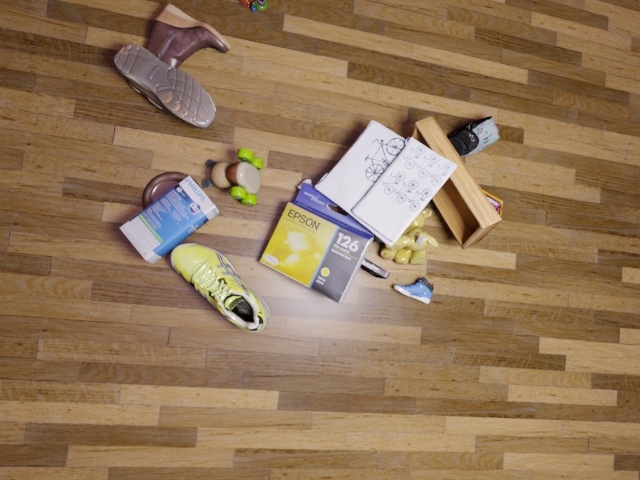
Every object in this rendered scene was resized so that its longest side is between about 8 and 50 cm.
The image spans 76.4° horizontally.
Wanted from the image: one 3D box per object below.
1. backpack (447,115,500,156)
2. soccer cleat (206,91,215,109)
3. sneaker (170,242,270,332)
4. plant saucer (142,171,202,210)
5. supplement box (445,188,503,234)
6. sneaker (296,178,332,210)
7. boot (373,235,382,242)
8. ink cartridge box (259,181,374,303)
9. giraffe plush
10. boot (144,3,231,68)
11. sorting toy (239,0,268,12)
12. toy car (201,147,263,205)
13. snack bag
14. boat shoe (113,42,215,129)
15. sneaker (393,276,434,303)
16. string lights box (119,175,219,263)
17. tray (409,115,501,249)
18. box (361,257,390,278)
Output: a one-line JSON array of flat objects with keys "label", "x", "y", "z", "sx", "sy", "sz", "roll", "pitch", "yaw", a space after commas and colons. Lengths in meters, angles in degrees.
[{"label": "backpack", "x": 0.575, "y": -0.385, "z": 1.514, "sx": 0.181, "sy": 0.152, "sz": 0.115, "roll": -29, "pitch": 98, "yaw": -24}, {"label": "soccer cleat", "x": -0.378, "y": -0.469, "z": 1.364, "sx": 0.029, "sy": 0.035, "sz": 0.083, "roll": -27, "pitch": 92, "yaw": -12}, {"label": "sneaker", "x": -0.309, "y": 0.141, "z": 1.286, "sx": 0.384, "sy": 0.147, "sz": 0.145, "roll": 39, "pitch": 82, "yaw": -5}, {"label": "plant saucer", "x": -0.479, "y": -0.130, "z": 1.324, "sx": 0.198, "sy": 0.036, "sz": 0.199, "roll": 1, "pitch": 86, "yaw": -12}, {"label": "supplement box", "x": 0.561, "y": -0.090, "z": 1.491, "sx": 0.188, "sy": 0.081, "sz": 0.104, "roll": -36, "pitch": 50, "yaw": -11}, {"label": "sneaker", "x": -0.009, "y": -0.153, "z": 1.414, "sx": 0.152, "sy": 0.053, "sz": 0.061, "roll": 43, "pitch": 77, "yaw": -6}, {"label": "boot", "x": 0.149, "y": -0.063, "z": 1.423, "sx": 0.246, "sy": 0.084, "sz": 0.161, "roll": -8, "pitch": 47, "yaw": 21}, {"label": "ink cartridge box", "x": 0.000, "y": 0.000, "z": 1.323, "sx": 0.303, "sy": 0.072, "sz": 0.308, "roll": 26, "pitch": 94, "yaw": 15}, {"label": "giraffe plush", "x": 0.312, "y": -0.033, "z": 1.427, "sx": 0.181, "sy": 0.210, "sz": 0.171, "roll": 17, "pitch": 55, "yaw": -15}, {"label": "boot", "x": -0.447, "y": -0.630, "z": 1.351, "sx": 0.248, "sy": 0.090, "sz": 0.207, "roll": 27, "pitch": 94, "yaw": -10}, {"label": "sorting toy", "x": -0.231, "y": -0.834, "z": 1.414, "sx": 0.101, "sy": 0.042, "sz": 0.061, "roll": 1, "pitch": 86, "yaw": -12}, {"label": "toy car", "x": -0.303, "y": -0.210, "z": 1.340, "sx": 0.188, "sy": 0.149, "sz": 0.155, "roll": 6, "pitch": 81, "yaw": 18}, {"label": "snack bag", "x": 0.197, "y": -0.202, "z": 1.295, "sx": 0.342, "sy": 0.037, "sz": 0.323, "roll": 40, "pitch": 88, "yaw": 22}, {"label": "boat shoe", "x": -0.481, "y": -0.477, "z": 1.299, "sx": 0.355, "sy": 0.130, "sz": 0.132, "roll": 39, "pitch": 77, "yaw": -1}, {"label": "sneaker", "x": 0.339, "y": 0.164, "z": 1.462, "sx": 0.152, "sy": 0.058, "sz": 0.085, "roll": 22, "pitch": 88, "yaw": -14}, {"label": "string lights box", "x": -0.459, "y": -0.064, "z": 1.254, "sx": 0.259, "sy": 0.077, "sz": 0.133, "roll": -40, "pitch": 83, "yaw": -12}, {"label": "tray", "x": 0.429, "y": -0.190, "z": 1.362, "sx": 0.076, "sy": 0.203, "sz": 0.411, "roll": -24, "pitch": 72, "yaw": -8}, {"label": "box", "x": 0.150, "y": 0.081, "z": 1.400, "sx": 0.162, "sy": 0.116, "sz": 0.029, "roll": 30, "pitch": 83, "yaw": -8}]
